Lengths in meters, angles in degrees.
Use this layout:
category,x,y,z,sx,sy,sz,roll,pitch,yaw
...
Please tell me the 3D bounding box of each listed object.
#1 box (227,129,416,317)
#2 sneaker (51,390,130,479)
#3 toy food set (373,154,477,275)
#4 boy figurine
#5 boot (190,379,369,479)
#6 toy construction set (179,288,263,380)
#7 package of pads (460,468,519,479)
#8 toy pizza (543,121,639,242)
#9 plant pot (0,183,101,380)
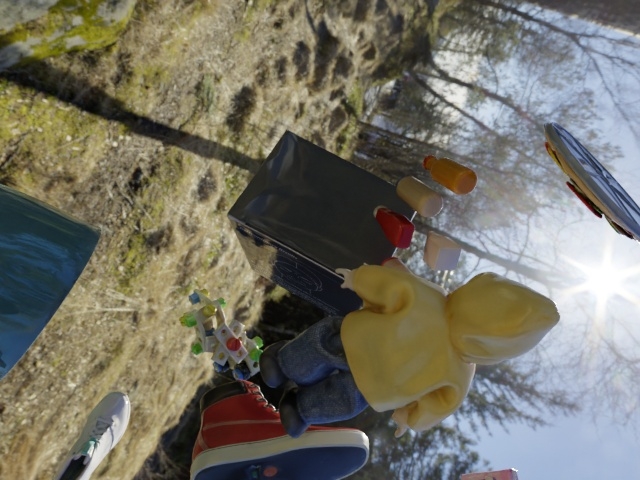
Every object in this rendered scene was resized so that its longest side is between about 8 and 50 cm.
category,x,y,z,sx,sy,sz,roll,pitch,yaw
box,0.000,0.000,0.907,0.212,0.294,0.395,-59,174,-17
sneaker,-0.448,0.401,0.808,0.094,0.080,0.212,-52,-166,55
toy food set,0.148,-0.015,0.646,0.104,0.111,0.232,-121,-146,-59
boy figurine,0.075,0.098,0.406,0.285,0.177,0.092,-28,174,20
boot,-0.060,0.270,0.616,0.176,0.244,0.088,-112,-155,-66
toy construction set,-0.251,0.249,1.070,0.151,0.328,0.215,-22,105,-27
package of pads,0.247,0.361,0.591,0.083,0.032,0.050,-32,-136,35
toy pizza,0.355,-0.073,0.536,0.032,0.201,0.201,-44,-170,37
plant pot,-0.525,0.037,0.609,0.293,0.235,0.293,-33,-145,27
